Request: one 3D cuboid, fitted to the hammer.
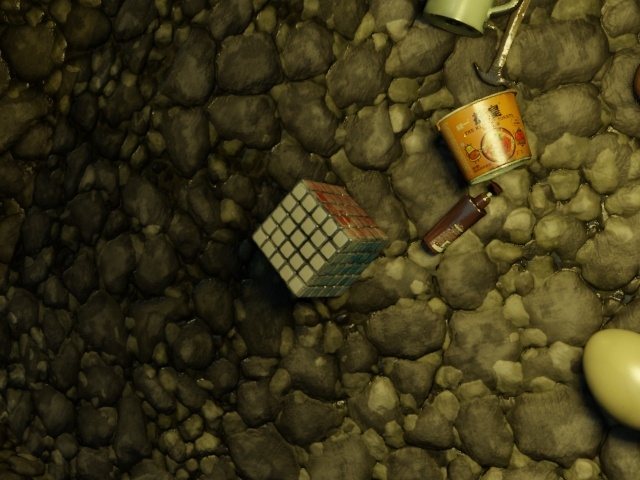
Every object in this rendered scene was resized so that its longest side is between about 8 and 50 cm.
[{"bbox_3d":[0.484,-0.536,1.785,0.125,0.027,0.297,26,102,25],"label":"hammer"}]

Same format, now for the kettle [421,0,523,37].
[{"bbox_3d":[0.400,-0.648,1.770,0.240,0.165,0.255,23,96,21],"label":"kettle"}]

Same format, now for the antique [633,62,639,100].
[{"bbox_3d":[0.774,-0.411,1.552,0.143,0.121,0.256,13,102,40],"label":"antique"}]

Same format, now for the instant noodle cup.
[{"bbox_3d":[0.405,-0.244,1.726,0.216,0.216,0.172,-24,84,29],"label":"instant noodle cup"}]

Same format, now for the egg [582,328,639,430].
[{"bbox_3d":[0.678,0.300,1.539,0.186,0.186,0.241,-49,55,21],"label":"egg"}]

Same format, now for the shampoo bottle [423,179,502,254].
[{"bbox_3d":[0.365,-0.062,1.814,0.236,0.068,0.067,-43,65,22],"label":"shampoo bottle"}]

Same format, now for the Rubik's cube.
[{"bbox_3d":[0.000,0.000,1.938,0.237,0.237,0.238,-49,65,19],"label":"Rubik's cube"}]
